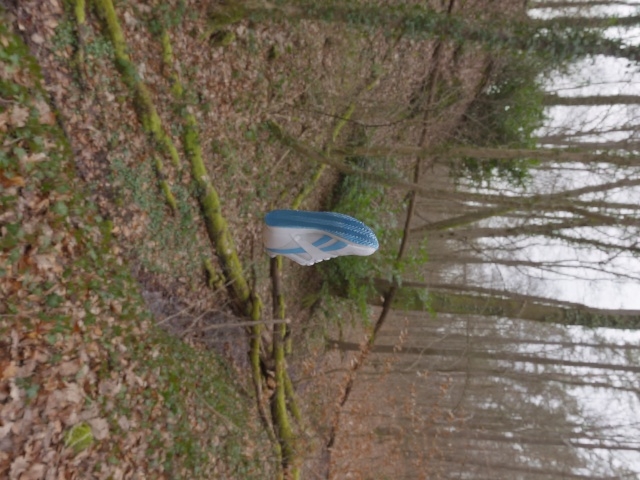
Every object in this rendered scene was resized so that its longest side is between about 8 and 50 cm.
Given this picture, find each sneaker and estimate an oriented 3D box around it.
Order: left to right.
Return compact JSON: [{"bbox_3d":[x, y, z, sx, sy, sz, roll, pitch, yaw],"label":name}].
[{"bbox_3d":[0.000,0.000,0.942,0.087,0.228,0.092,-84,-177,-55],"label":"sneaker"}]
